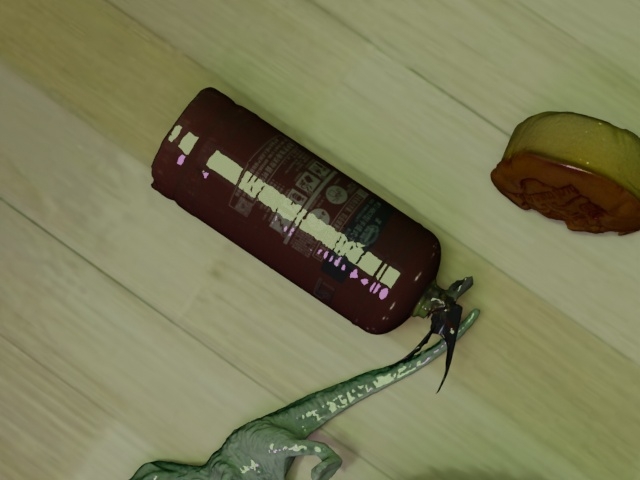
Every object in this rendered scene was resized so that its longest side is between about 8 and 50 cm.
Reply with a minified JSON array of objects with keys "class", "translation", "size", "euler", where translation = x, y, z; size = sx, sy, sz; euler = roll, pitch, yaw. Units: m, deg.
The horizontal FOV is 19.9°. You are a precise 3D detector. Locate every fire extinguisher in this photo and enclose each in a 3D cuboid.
[{"class":"fire extinguisher","translation":[0.000,0.000,1.692],"size":[0.337,0.114,0.135],"euler":[33,72,8]}]

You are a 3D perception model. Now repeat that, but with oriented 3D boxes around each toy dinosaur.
[{"class":"toy dinosaur","translation":[-0.003,0.201,1.705],"size":[0.383,0.076,0.129],"euler":[-22,61,0]}]

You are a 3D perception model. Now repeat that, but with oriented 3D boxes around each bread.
[{"class":"bread","translation":[0.236,-0.063,1.662],"size":[0.156,0.125,0.086],"euler":[19,73,13]}]
